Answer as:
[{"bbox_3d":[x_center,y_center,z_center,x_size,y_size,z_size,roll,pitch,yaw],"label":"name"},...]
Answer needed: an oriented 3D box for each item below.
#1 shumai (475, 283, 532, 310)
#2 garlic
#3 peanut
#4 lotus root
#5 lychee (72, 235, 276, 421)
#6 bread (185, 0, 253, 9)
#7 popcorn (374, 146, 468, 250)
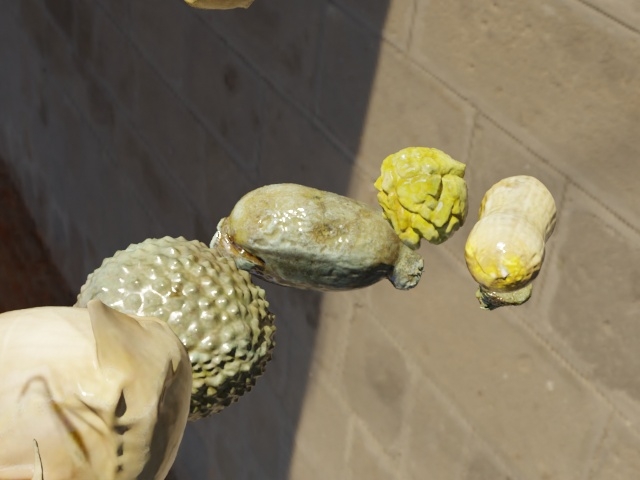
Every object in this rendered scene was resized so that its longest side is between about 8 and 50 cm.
[{"bbox_3d":[0.372,0.106,2.163,0.087,0.123,0.099,114,179,-51],"label":"shumai"},{"bbox_3d":[-0.234,0.164,0.666,0.286,0.313,0.250,-39,-58,-69],"label":"garlic"},{"bbox_3d":[0.209,-0.012,1.129,0.087,0.207,0.087,8,117,16],"label":"peanut"},{"bbox_3d":[0.000,-0.002,1.691,0.175,0.349,0.175,8,-90,-85],"label":"lotus root"},{"bbox_3d":[-0.197,0.123,1.378,0.274,0.255,0.255,13,113,37],"label":"lychee"},{"bbox_3d":[-0.147,-0.429,1.634,0.134,0.173,0.085,-42,80,26],"label":"bread"},{"bbox_3d":[0.124,-0.056,1.239,0.120,0.106,0.116,39,130,9],"label":"popcorn"}]
